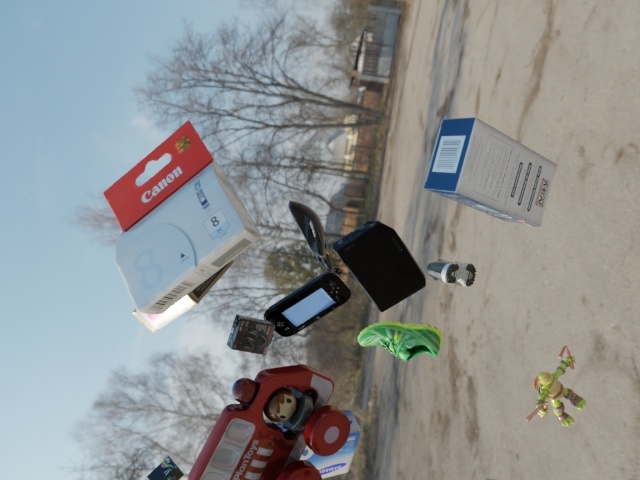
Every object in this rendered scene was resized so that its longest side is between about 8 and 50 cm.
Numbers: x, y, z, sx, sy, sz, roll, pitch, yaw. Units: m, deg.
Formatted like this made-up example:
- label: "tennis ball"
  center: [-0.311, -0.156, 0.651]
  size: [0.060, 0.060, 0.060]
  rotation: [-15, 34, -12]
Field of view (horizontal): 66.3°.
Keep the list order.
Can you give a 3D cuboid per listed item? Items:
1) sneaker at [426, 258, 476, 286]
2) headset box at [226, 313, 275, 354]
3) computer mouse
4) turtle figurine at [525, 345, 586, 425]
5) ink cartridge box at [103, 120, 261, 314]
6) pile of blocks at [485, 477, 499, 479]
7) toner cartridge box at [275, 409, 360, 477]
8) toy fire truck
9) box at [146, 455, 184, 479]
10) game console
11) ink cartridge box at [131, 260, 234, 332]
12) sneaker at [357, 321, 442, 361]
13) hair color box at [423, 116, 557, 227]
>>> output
- label: "sneaker"
  center: [0.407, 0.096, 1.534]
  size: [0.234, 0.106, 0.078]
  rotation: [10, -86, -50]
- label: "headset box"
  center: [-0.129, 0.182, 0.939]
  size: [0.032, 0.083, 0.062]
  rotation: [17, 88, 59]
- label: "computer mouse"
  center: [0.000, 0.000, 1.379]
  size: [0.262, 0.060, 0.184]
  rotation: [63, -174, 9]
- label: "turtle figurine"
  center: [0.713, 0.473, 1.502]
  size: [0.270, 0.217, 0.087]
  rotation: [-52, 25, -22]
- label: "ink cartridge box"
  center: [-0.357, -0.072, 1.140]
  size: [0.385, 0.308, 0.091]
  rotation: [56, -171, 21]
- label: "pile of blocks"
  center: [0.318, 0.695, 1.168]
  size: [0.362, 0.149, 0.112]
  rotation: [-35, 1, -15]
- label: "toner cartridge box"
  center: [-0.081, 0.536, 1.229]
  size: [0.075, 0.347, 0.165]
  rotation: [-125, 40, -51]
- label: "toy fire truck"
  center: [-0.102, 0.398, 1.015]
  size: [0.169, 0.253, 0.302]
  rotation: [18, 78, 56]
- label: "box"
  center: [-0.476, 0.722, 1.503]
  size: [0.083, 0.062, 0.052]
  rotation: [-40, -46, -28]
- label: "game console"
  center: [0.045, 0.115, 1.111]
  size: [0.213, 0.361, 0.044]
  rotation: [52, -169, -29]
- label: "ink cartridge box"
  center: [-0.369, 0.125, 1.319]
  size: [0.234, 0.088, 0.193]
  rotation: [-31, 17, 37]
- label: "sneaker"
  center: [0.271, 0.352, 1.696]
  size: [0.109, 0.295, 0.124]
  rotation: [65, -152, -54]
- label: "hair color box"
  center: [0.421, -0.157, 1.191]
  size: [0.105, 0.347, 0.174]
  rotation: [17, 92, 55]
